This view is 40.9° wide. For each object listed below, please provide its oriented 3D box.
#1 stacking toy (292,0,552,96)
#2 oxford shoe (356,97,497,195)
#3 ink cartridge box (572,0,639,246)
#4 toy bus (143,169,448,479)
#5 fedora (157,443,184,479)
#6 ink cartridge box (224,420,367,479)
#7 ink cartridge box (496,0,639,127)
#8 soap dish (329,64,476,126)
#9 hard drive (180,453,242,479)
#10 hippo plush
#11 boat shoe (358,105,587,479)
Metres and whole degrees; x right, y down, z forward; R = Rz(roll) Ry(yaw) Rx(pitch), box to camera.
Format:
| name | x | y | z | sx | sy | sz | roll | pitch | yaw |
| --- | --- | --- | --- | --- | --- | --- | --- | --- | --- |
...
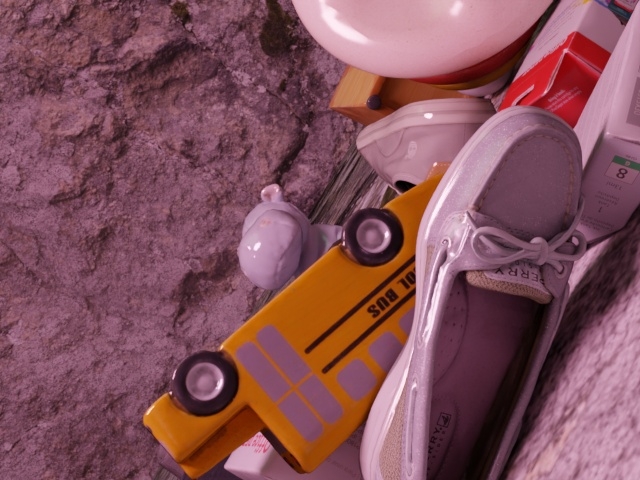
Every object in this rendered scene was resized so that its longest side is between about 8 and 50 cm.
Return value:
| name | x | y | z | sx | sy | sz | roll | pitch | yaw |
| --- | --- | --- | --- | --- | --- | --- | --- | --- | --- |
| stacking toy | 0.189 | -0.325 | 1.170 | 0.351 | 0.350 | 0.480 | -58 | -23 | 3 |
| oxford shoe | 0.145 | -0.110 | 1.222 | 0.449 | 0.169 | 0.130 | -170 | 76 | -85 |
| ink cartridge box | 0.239 | -0.064 | 0.731 | 0.225 | 0.056 | 0.181 | 99 | -166 | -52 |
| toy bus | 0.015 | 0.079 | 0.717 | 0.332 | 0.130 | 0.108 | -41 | -6 | -16 |
| fedora | -0.291 | 0.449 | 2.006 | 0.244 | 0.124 | 0.276 | -49 | 11 | 55 |
| ink cartridge box | 0.042 | 0.130 | 0.882 | 0.306 | 0.131 | 0.226 | -59 | 6 | -19 |
| ink cartridge box | 0.273 | -0.199 | 0.878 | 0.231 | 0.078 | 0.134 | -60 | 6 | -17 |
| soap dish | 0.177 | -0.304 | 1.430 | 0.291 | 0.228 | 0.118 | -64 | 27 | 7 |
| hard drive | -0.089 | 0.292 | 1.026 | 0.255 | 0.171 | 0.054 | -69 | -32 | -53 |
| hippo plush | 0.000 | 0.000 | 1.341 | 0.234 | 0.236 | 0.294 | -56 | 7 | 23 |
| boat shoe | 0.119 | 0.063 | 0.614 | 0.321 | 0.118 | 0.103 | -69 | 19 | 6 |
